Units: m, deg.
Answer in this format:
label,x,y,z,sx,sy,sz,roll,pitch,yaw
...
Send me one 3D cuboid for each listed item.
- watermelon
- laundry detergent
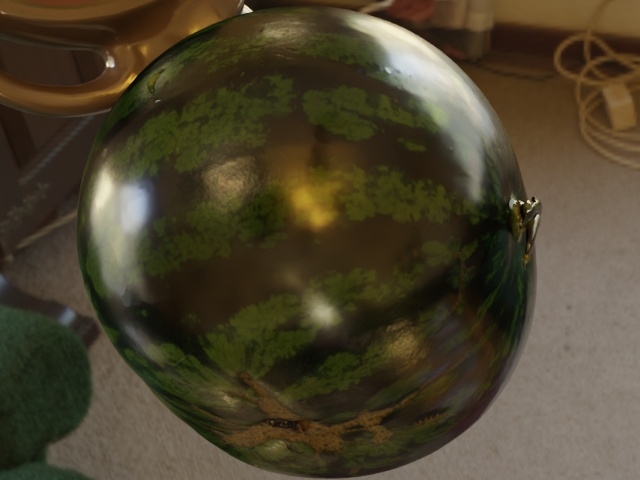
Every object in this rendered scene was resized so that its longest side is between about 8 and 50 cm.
label,x,y,z,sx,sy,sz,roll,pitch,yaw
watermelon,-0.005,0.001,0.587,0.269,0.269,0.269,-6,41,5
laundry detergent,-0.146,-0.148,0.669,0.171,0.237,0.076,-57,22,-14
